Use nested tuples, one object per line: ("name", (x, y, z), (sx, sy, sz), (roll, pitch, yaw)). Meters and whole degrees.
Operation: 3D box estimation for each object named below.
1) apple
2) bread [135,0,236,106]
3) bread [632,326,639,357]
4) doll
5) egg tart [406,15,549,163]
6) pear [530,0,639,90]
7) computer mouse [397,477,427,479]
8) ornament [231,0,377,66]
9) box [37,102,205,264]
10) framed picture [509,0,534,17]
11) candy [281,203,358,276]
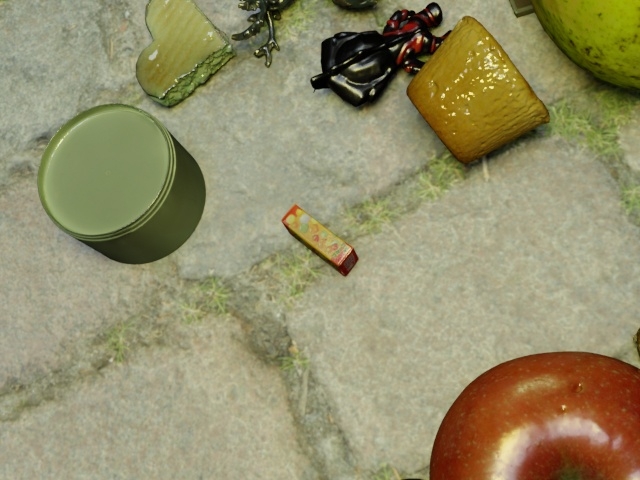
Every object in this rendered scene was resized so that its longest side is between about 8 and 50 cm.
("apple", (0.302, 0.301, 0.925), (0.348, 0.277, 0.348), (-4, 72, 11))
("bread", (-0.230, -0.340, 1.350), (0.172, 0.064, 0.232), (0, 75, 12))
("bread", (0.471, 0.117, 1.051), (0.060, 0.082, 0.113), (35, 80, 22))
("doll", (0.098, -0.296, 1.261), (0.248, 0.088, 0.127), (-29, 49, -7))
("egg tart", (0.225, -0.213, 1.161), (0.147, 0.202, 0.202), (-38, 69, 14))
("pear", (0.448, -0.405, 1.068), (0.391, 0.391, 0.391), (-3, 73, 11))
("computer mouse", (0.059, 0.418, 1.028), (0.269, 0.086, 0.137), (-25, 60, -18))
("ornament", (-0.033, -0.392, 1.318), (0.202, 0.080, 0.236), (40, 83, 23))
("box", (-0.316, -0.089, 1.246), (0.226, 0.149, 0.226), (-4, 72, 12))
("framed picture", (0.374, -0.506, 1.292), (0.189, 0.023, 0.260), (-17, 70, 7))
("candy", (0.000, 0.000, 1.197), (0.122, 0.062, 0.038), (38, 83, 20))
